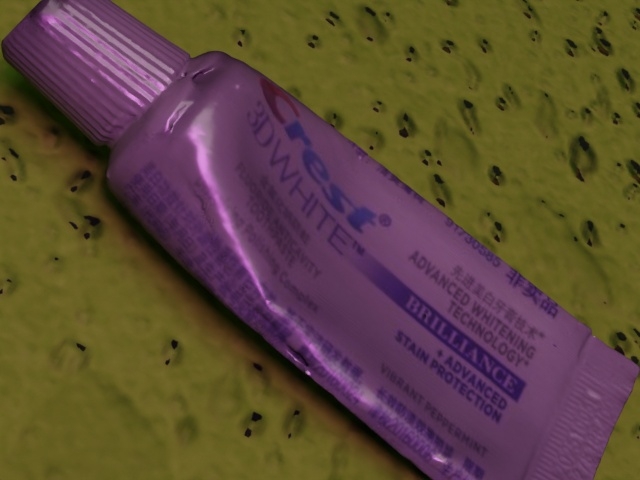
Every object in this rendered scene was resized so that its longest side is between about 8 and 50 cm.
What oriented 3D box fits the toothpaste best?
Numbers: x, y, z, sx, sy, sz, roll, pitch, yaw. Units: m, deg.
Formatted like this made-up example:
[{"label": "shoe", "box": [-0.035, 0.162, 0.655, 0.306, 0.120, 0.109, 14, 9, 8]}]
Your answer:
[{"label": "toothpaste", "box": [-0.001, 0.002, 0.684, 0.282, 0.068, 0.099, 38, 77, -4]}]
